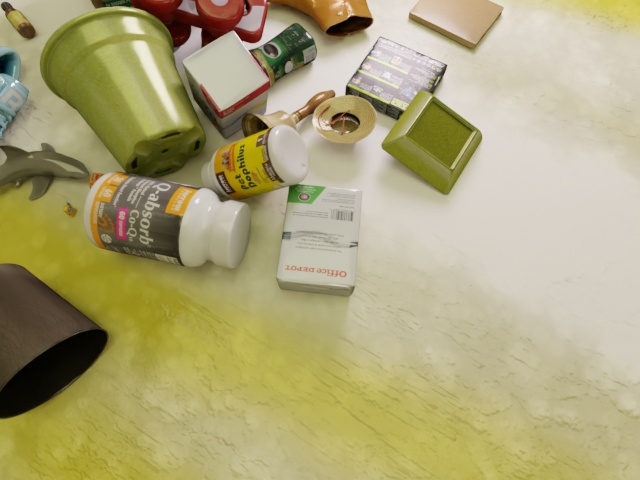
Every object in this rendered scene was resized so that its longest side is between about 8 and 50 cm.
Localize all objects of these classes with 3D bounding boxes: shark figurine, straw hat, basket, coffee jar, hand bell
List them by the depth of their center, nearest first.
[{"bbox_3d":[-0.543,0.161,0.727,0.227,0.154,0.204,39,73,18],"label":"basket"},{"bbox_3d":[-0.673,-0.149,0.863,0.278,0.116,0.166,-31,71,-13],"label":"shark figurine"},{"bbox_3d":[0.056,-0.262,0.924,0.145,0.061,0.144,-2,66,4],"label":"straw hat"},{"bbox_3d":[-0.049,-0.288,0.929,0.126,0.126,0.242,42,62,15],"label":"hand bell"},{"bbox_3d":[-0.106,-0.447,0.986,0.184,0.079,0.096,-36,76,-13],"label":"coffee jar"}]

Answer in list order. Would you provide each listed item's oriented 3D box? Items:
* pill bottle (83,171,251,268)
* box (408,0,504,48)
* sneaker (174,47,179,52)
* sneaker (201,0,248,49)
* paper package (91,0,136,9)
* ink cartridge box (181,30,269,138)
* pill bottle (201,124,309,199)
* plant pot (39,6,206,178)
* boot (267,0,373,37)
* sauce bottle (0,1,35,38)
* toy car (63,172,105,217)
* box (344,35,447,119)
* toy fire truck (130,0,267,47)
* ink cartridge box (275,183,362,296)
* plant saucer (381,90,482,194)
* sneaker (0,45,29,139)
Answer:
[{"bbox_3d":[-0.290,-0.035,0.788,0.279,0.162,0.162,11,70,5],"label":"pill bottle"},{"bbox_3d":[0.362,-0.611,1.075,0.201,0.021,0.164,34,73,12],"label":"box"},{"bbox_3d":[-0.450,-0.428,0.988,0.258,0.094,0.091,-29,87,-4],"label":"sneaker"},{"bbox_3d":[-0.243,-0.560,1.023,0.088,0.092,0.225,19,72,6],"label":"sneaker"},{"bbox_3d":[-0.455,-0.717,1.047,0.325,0.168,0.309,-26,71,-10],"label":"paper package"},{"bbox_3d":[-0.201,-0.329,0.877,0.127,0.176,0.128,-38,92,-10],"label":"ink cartridge box"},{"bbox_3d":[-0.139,-0.150,0.818,0.215,0.117,0.117,-11,65,32],"label":"pill bottle"},{"bbox_3d":[-0.382,-0.282,0.850,0.276,0.276,0.253,-31,84,-11],"label":"plant pot"},{"bbox_3d":[-0.022,-0.615,1.037,0.295,0.104,0.211,-12,69,-8],"label":"boot"},{"bbox_3d":[-0.808,-0.590,1.067,0.042,0.042,0.128,-39,75,-13],"label":"sauce bottle"},{"bbox_3d":[-0.506,-0.101,0.879,0.060,0.040,0.122,23,71,9],"label":"toy car"},{"bbox_3d":[0.186,-0.392,0.982,0.191,0.045,0.184,28,74,10],"label":"box"},{"bbox_3d":[-0.265,-0.574,0.897,0.303,0.169,0.253,11,84,-10],"label":"toy fire truck"},{"bbox_3d":[0.000,0.000,0.811,0.153,0.087,0.208,6,68,3],"label":"ink cartridge box"},{"bbox_3d":[0.261,-0.230,0.894,0.188,0.045,0.188,36,73,-2],"label":"plant saucer"},{"bbox_3d":[-0.760,-0.316,0.915,0.150,0.135,0.365,-15,71,-2],"label":"sneaker"}]
